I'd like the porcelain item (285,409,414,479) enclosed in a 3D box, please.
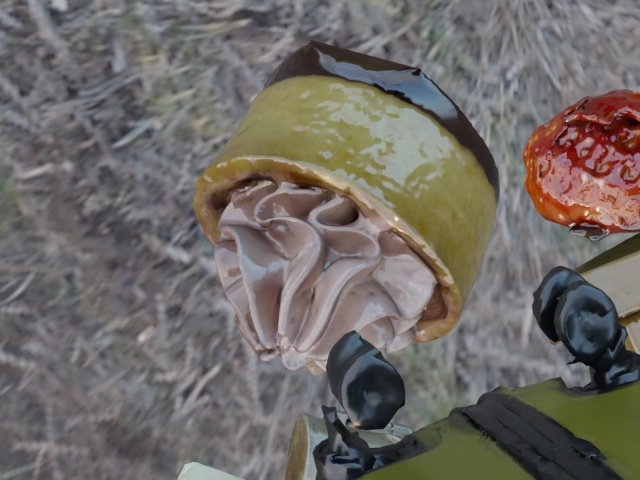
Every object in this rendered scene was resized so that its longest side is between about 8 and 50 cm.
[{"bbox_3d":[0.081,0.184,1.504,0.213,0.054,0.084,6,107,-18],"label":"porcelain item"}]

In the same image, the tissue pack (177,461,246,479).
[{"bbox_3d":[-0.044,0.440,1.638,0.332,0.405,0.205,21,133,1],"label":"tissue pack"}]

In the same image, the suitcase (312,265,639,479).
[{"bbox_3d":[0.076,0.149,0.504,0.143,0.194,0.235,-16,109,-14],"label":"suitcase"}]

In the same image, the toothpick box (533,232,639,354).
[{"bbox_3d":[0.261,0.111,0.798,0.190,0.187,0.308,-26,88,28],"label":"toothpick box"}]

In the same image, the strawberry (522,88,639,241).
[{"bbox_3d":[0.212,-0.053,1.096,0.188,0.121,0.082,-2,108,16],"label":"strawberry"}]

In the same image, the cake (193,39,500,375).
[{"bbox_3d":[0.000,0.000,1.213,0.185,0.178,0.207,-8,124,45],"label":"cake"}]
